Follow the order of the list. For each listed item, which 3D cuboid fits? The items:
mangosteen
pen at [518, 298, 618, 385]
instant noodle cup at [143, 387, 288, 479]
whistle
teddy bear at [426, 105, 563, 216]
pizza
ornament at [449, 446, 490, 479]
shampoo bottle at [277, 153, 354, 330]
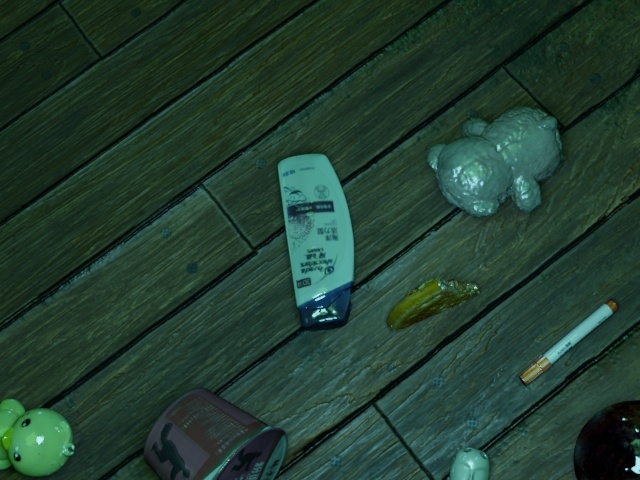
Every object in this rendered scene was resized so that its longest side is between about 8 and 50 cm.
[{"bbox_3d":[0.568,0.421,1.718,0.231,0.231,0.289,-15,104,2],"label":"mangosteen"},{"bbox_3d":[0.474,0.194,1.890,0.239,0.028,0.028,-38,70,-8],"label":"pen"},{"bbox_3d":[-0.199,0.392,1.812,0.178,0.235,0.234,34,78,27],"label":"instant noodle cup"},{"bbox_3d":[-0.606,0.378,1.910,0.294,0.141,0.141,8,72,11],"label":"whistle"},{"bbox_3d":[0.356,-0.155,1.965,0.267,0.151,0.236,-35,68,-7],"label":"teddy bear"},{"bbox_3d":[0.219,0.108,1.913,0.193,0.201,0.053,-8,65,-38],"label":"pizza"},{"bbox_3d":[0.266,0.455,1.798,0.075,0.081,0.156,15,77,7],"label":"ornament"},{"bbox_3d":[0.000,0.000,1.996,0.134,0.078,0.359,-9,69,0],"label":"shampoo bottle"}]
